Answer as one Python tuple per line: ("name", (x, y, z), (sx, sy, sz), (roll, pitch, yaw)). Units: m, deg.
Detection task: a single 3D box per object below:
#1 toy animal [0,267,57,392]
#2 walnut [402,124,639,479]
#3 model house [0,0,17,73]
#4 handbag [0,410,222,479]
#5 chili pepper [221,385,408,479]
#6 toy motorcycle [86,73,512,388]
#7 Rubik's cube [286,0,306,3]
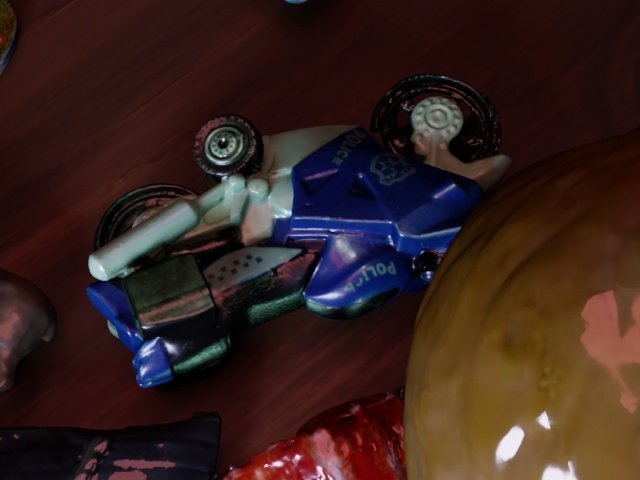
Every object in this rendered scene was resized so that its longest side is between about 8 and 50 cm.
("toy animal", (-0.287, 0.020, 0.977), (0.214, 0.094, 0.186), (24, 73, 6))
("walnut", (0.222, 0.114, 0.732), (0.354, 0.398, 0.308), (-6, 22, -5))
("model house", (-0.374, -0.264, 1.071), (0.207, 0.154, 0.294), (-13, 64, -2))
("handbag", (-0.189, 0.215, 0.875), (0.254, 0.088, 0.211), (0, 70, 5))
("chili pepper", (0.036, 0.234, 0.847), (0.144, 0.136, 0.252), (-11, 70, -36))
("toy motorcycle", (0.000, 0.000, 0.951), (0.331, 0.125, 0.196), (-23, 65, -12))
("Rubik's cube", (-0.027, -0.313, 1.041), (0.254, 0.254, 0.254), (-1, 65, 2))
